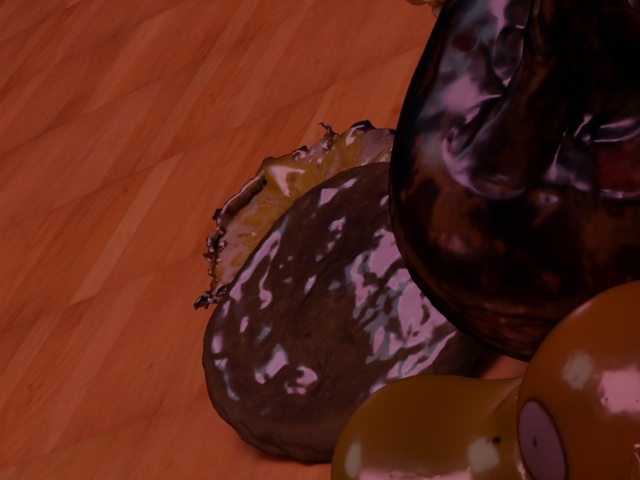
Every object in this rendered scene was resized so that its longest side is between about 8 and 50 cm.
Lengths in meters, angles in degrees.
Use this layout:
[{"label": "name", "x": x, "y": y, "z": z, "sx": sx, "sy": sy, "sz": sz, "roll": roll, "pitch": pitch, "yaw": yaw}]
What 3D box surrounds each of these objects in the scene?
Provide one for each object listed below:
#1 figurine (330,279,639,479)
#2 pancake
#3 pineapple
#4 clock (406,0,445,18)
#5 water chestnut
[{"label": "figurine", "x": 0.123, "y": 0.127, "z": 0.786, "sx": 0.215, "sy": 0.228, "sz": 0.215, "roll": -20, "pitch": 28, "yaw": 11}, {"label": "pancake", "x": 0.012, "y": 0.041, "z": 1.279, "sx": 0.242, "sy": 0.050, "sz": 0.242, "roll": -24, "pitch": 40, "yaw": 23}, {"label": "pineapple", "x": 0.000, "y": 0.000, "z": 1.403, "sx": 0.221, "sy": 0.047, "sz": 0.221, "roll": -21, "pitch": 41, "yaw": 19}, {"label": "clock", "x": 0.205, "y": -0.262, "z": 1.634, "sx": 0.276, "sy": 0.120, "sz": 0.379, "roll": -29, "pitch": 22, "yaw": 1}, {"label": "water chestnut", "x": 0.163, "y": -0.064, "z": 1.097, "sx": 0.289, "sy": 0.244, "sz": 0.289, "roll": -30, "pitch": 19, "yaw": 11}]
